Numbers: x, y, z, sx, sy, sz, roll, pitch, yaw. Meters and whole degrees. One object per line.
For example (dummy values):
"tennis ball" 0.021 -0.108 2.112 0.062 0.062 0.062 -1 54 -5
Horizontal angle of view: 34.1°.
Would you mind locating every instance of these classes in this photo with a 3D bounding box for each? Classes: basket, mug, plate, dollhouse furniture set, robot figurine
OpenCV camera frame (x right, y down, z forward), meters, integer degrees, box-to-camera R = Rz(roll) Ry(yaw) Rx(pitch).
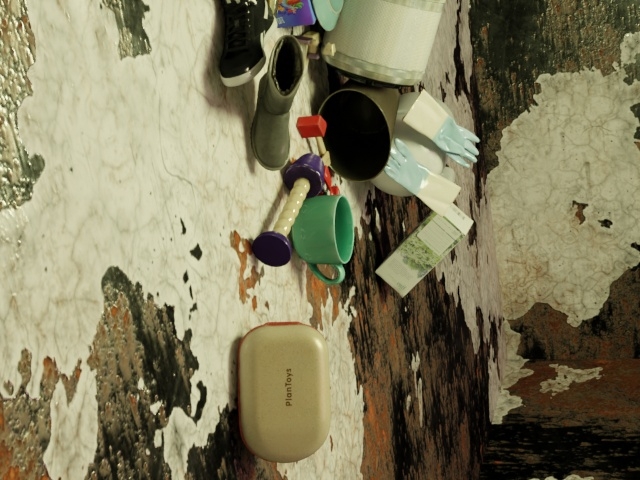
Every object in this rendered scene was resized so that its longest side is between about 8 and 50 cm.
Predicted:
"basket" 0.089 -0.260 2.203 0.227 0.154 0.204 -66 148 -60
"mug" -0.002 -0.007 1.970 0.129 0.097 0.157 55 38 -59
"plate" 0.016 -0.488 1.953 0.188 0.024 0.188 -2 90 -71
"dollhouse furniture set" -0.008 -0.359 2.045 0.114 0.091 0.081 -55 154 -66
"robot figurine" 0.210 -0.226 2.463 0.300 0.200 0.353 43 28 -4

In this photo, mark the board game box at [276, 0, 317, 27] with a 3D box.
"board game box" -0.036 -0.591 1.974 0.347 0.078 0.233 -71 152 -47

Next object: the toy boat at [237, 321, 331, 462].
"toy boat" -0.066 0.250 1.734 0.151 0.151 0.231 156 -66 -79

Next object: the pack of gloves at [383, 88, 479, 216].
"pack of gloves" 0.237 -0.193 2.307 0.232 0.046 0.195 35 86 -33

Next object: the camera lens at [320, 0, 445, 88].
"camera lens" 0.131 -0.457 2.101 0.219 0.219 0.274 -37 145 -68

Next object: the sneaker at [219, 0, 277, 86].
"sneaker" -0.136 -0.346 1.671 0.217 0.079 0.121 -78 150 -50

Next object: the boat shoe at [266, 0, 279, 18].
"boat shoe" -0.098 -0.433 1.818 0.049 0.056 0.152 20 78 -75

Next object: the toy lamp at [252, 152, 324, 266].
"toy lamp" -0.050 -0.065 1.871 0.274 0.080 0.080 -66 148 -51

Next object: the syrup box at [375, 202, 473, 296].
"syrup box" 0.245 0.017 2.486 0.093 0.237 0.096 42 30 0

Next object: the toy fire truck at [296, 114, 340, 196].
"toy fire truck" -0.001 -0.143 2.068 0.192 0.047 0.135 60 32 -55

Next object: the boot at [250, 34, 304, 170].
"boot" -0.065 -0.219 1.703 0.208 0.076 0.189 167 -81 -74
